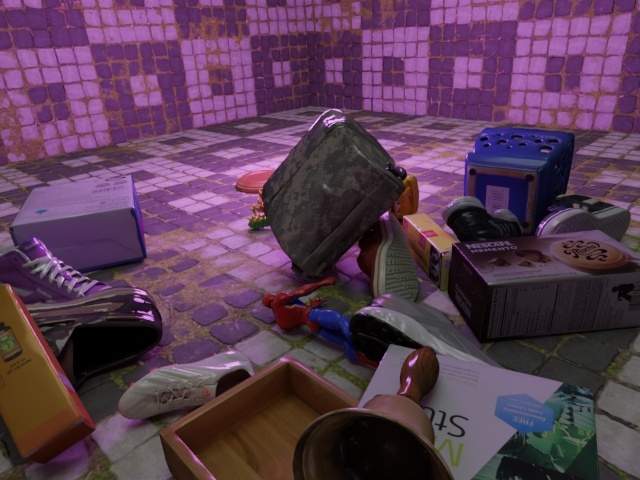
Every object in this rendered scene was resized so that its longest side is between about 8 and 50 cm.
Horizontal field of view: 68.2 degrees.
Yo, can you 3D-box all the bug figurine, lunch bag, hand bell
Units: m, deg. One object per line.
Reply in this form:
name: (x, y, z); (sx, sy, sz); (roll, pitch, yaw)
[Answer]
bug figurine: (-0.095, -0.092, 1.362); (0.217, 0.072, 0.279); (-7, 28, 6)
lunch bag: (0.027, -0.092, 1.037); (0.213, 0.305, 0.256); (34, 21, -29)
hand bell: (0.083, 0.157, 0.450); (0.126, 0.126, 0.242); (7, 14, 22)

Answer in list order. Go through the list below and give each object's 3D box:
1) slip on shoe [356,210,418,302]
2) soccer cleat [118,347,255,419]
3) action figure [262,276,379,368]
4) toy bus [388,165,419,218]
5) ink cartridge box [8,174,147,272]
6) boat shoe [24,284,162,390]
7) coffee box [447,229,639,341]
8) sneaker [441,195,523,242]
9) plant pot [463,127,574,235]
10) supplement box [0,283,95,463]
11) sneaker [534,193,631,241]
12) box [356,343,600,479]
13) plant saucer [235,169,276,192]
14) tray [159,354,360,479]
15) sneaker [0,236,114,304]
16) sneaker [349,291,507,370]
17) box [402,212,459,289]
slip on shoe: (0.130, 0.050, 0.989); (0.101, 0.123, 0.331); (-33, 22, 21)
soccer cleat: (-0.189, 0.214, 0.690); (0.197, 0.068, 0.076); (-15, 29, -31)
action figure: (0.025, 0.125, 0.831); (0.281, 0.091, 0.139); (14, 36, 33)
toy bus: (0.131, -0.103, 1.292); (0.221, 0.149, 0.211); (15, 43, 31)
ink cartridge box: (-0.624, -0.062, 1.265); (0.270, 0.151, 0.395); (-11, 26, -19)
boat shoe: (-0.421, 0.169, 0.740); (0.356, 0.132, 0.130); (-21, 29, -32)
coffee box: (0.403, 0.076, 0.854); (0.298, 0.118, 0.168); (-5, 25, -3)
sneaker: (0.377, 0.007, 1.037); (0.269, 0.101, 0.152); (16, 48, -39)
plant pot: (0.497, -0.147, 1.227); (0.236, 0.235, 0.212); (14, 36, 33)
supplement box: (-0.398, 0.174, 0.634); (0.078, 0.080, 0.233); (-32, 72, -24)
sneaker: (0.563, -0.033, 1.079); (0.322, 0.126, 0.127); (-6, 26, -34)
box: (0.126, 0.230, 0.439); (0.233, 0.058, 0.322); (8, 28, 24)
plant saucer: (-0.207, -0.219, 1.709); (0.200, 0.037, 0.200); (-2, 24, 1)
tray: (0.023, 0.281, 0.498); (0.203, 0.076, 0.411); (-23, 31, -38)
sneaker: (-0.525, 0.075, 0.932); (0.283, 0.160, 0.102); (3, 23, 10)
sneaker: (0.177, 0.154, 0.645); (0.272, 0.100, 0.108); (32, 41, 16)
box: (0.248, 0.017, 1.051); (0.058, 0.087, 0.232); (-7, 25, -8)
